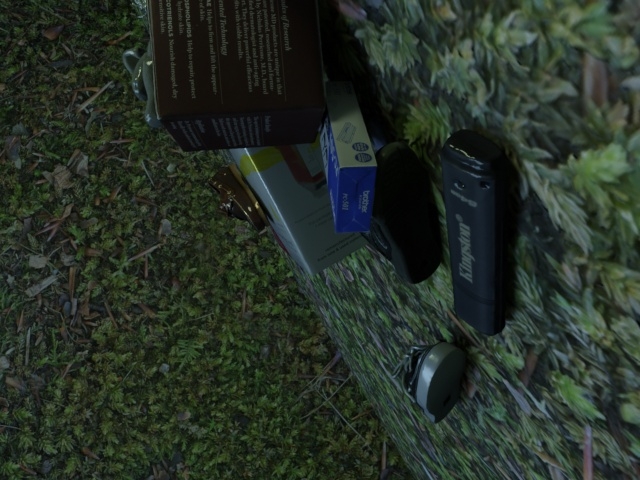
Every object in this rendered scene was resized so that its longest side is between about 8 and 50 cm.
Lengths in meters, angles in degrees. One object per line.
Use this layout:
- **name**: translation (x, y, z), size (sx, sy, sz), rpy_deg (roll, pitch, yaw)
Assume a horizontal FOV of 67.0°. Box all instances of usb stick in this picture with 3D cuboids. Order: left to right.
- **usb stick**: translation (0.172, 0.008, 0.533), size (0.077, 0.045, 0.278), rpy_deg (51, 166, 45)

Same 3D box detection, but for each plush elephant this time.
- **plush elephant**: translation (-0.364, -0.460, 1.267), size (0.330, 0.272, 0.255), rpy_deg (64, 176, -8)

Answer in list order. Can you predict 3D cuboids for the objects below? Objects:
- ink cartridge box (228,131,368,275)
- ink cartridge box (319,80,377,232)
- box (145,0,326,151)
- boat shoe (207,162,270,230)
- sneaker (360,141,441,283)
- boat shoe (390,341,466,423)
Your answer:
- **ink cartridge box**: translation (-0.072, -0.159, 0.932), size (0.385, 0.160, 0.279), rpy_deg (63, 170, -18)
- **ink cartridge box**: translation (0.031, -0.114, 0.620), size (0.207, 0.046, 0.097), rpy_deg (-98, 7, -46)
- **box**: translation (-0.106, -0.223, 0.647), size (0.168, 0.203, 0.167), rpy_deg (151, 114, -83)
- **boat shoe**: translation (-0.165, -0.077, 0.958), size (0.207, 0.073, 0.073), rpy_deg (50, 166, 47)
- **sneaker**: translation (0.090, -0.047, 0.665), size (0.130, 0.087, 0.227), rpy_deg (42, 165, 43)
- **boat shoe**: translation (0.197, 0.246, 0.892), size (0.105, 0.113, 0.306), rpy_deg (37, 168, 31)
